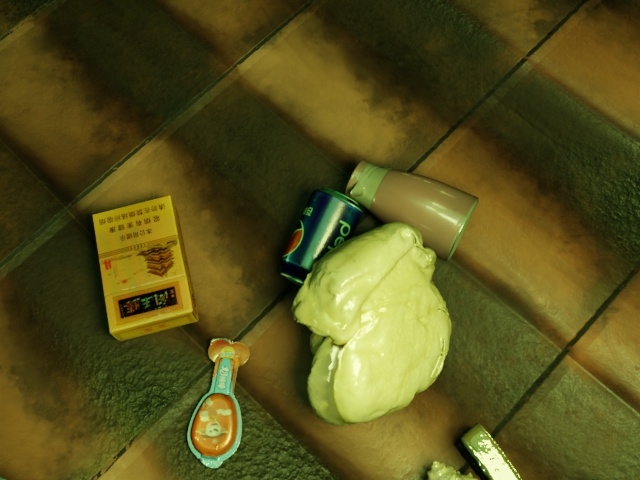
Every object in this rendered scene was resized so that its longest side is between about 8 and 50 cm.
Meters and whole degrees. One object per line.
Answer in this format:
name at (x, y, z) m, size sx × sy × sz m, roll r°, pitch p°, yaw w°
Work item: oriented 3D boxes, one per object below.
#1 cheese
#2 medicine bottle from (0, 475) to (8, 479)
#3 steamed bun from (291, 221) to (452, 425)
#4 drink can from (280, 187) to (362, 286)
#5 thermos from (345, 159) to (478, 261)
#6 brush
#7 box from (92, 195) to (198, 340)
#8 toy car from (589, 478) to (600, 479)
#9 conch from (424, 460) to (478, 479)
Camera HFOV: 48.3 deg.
cheese at (-0.200, 0.318, 1.416) m, size 0.106 × 0.037 × 0.256 m, roll 6°, pitch 69°, yaw 4°
medicine bottle at (-0.699, 0.461, 1.373) m, size 0.208 × 0.054 × 0.090 m, roll 24°, pitch 71°, yaw 12°
steamed bun at (0.082, 0.150, 1.353) m, size 0.324 × 0.230 × 0.372 m, roll -9°, pitch 100°, yaw -37°
drink can at (0.000, 0.000, 1.478) m, size 0.118 × 0.118 × 0.205 m, roll 23°, pitch 84°, yaw 11°
thermos at (0.187, -0.083, 1.511) m, size 0.265 × 0.146 × 0.176 m, roll 27°, pitch 31°, yaw 14°
brush at (0.323, 0.431, 1.299) m, size 0.059 × 0.123 × 0.197 m, roll -32°, pitch 69°, yaw -6°
box at (-0.370, 0.057, 1.511) m, size 0.174 × 0.076 × 0.274 m, roll -15°, pitch 68°, yaw -2°
toy car at (0.418, 0.572, 1.229) m, size 0.320 × 0.097 × 0.141 m, roll -41°, pitch 105°, yaw -13°
conch at (0.223, 0.523, 1.280) m, size 0.178 × 0.163 × 0.245 m, roll -19°, pitch 84°, yaw 29°
